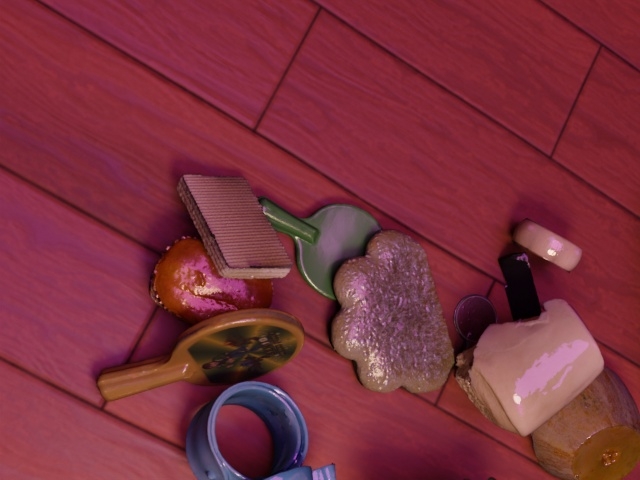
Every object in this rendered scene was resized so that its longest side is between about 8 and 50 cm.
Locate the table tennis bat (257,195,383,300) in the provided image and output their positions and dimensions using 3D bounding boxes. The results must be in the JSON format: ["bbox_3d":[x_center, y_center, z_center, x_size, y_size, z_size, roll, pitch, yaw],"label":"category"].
[{"bbox_3d":[0.000,0.000,1.566,0.257,0.039,0.160,28,78,-20],"label":"table tennis bat"}]

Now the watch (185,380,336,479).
[{"bbox_3d":[-0.097,0.315,1.446,0.211,0.211,0.193,-16,73,-19],"label":"watch"}]

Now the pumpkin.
[{"bbox_3d":[0.479,0.333,1.645,0.217,0.110,0.217,-10,112,-26],"label":"pumpkin"}]

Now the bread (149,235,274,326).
[{"bbox_3d":[-0.166,0.074,1.466,0.190,0.114,0.132,24,80,-10],"label":"bread"}]

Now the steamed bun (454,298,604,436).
[{"bbox_3d":[0.338,0.185,1.558,0.225,0.200,0.170,-37,109,-5],"label":"steamed bun"}]

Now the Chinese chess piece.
[{"bbox_3d":[0.392,0.008,1.653,0.122,0.122,0.051,26,96,-15],"label":"Chinese chess piece"}]

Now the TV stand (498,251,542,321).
[{"bbox_3d":[0.369,0.148,1.672,0.040,0.049,0.256,-15,91,-17],"label":"TV stand"}]

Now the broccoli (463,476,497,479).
[{"bbox_3d":[0.177,0.524,1.449,0.272,0.324,0.334,5,110,0],"label":"broccoli"}]

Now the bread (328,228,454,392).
[{"bbox_3d":[0.110,0.134,1.570,0.207,0.056,0.286,-23,97,-24],"label":"bread"}]

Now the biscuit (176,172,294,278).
[{"bbox_3d":[-0.133,-0.021,1.451,0.121,0.040,0.199,2,45,-38],"label":"biscuit"}]

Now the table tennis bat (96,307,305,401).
[{"bbox_3d":[-0.179,0.177,1.434,0.321,0.198,0.050,-16,57,-2],"label":"table tennis bat"}]

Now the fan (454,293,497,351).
[{"bbox_3d":[0.263,0.158,1.657,0.085,0.005,0.133,22,78,-17],"label":"fan"}]
